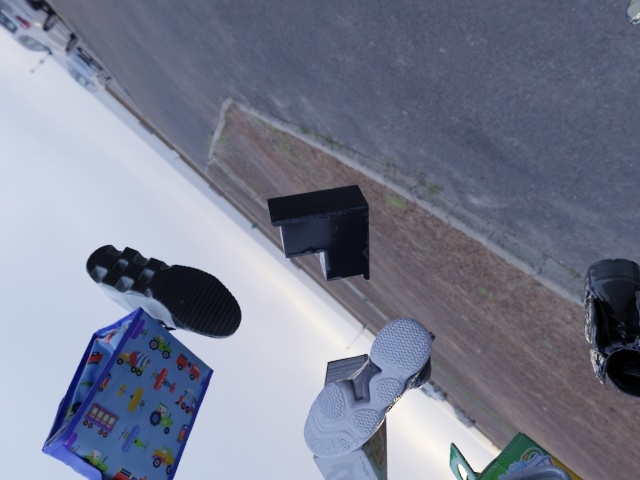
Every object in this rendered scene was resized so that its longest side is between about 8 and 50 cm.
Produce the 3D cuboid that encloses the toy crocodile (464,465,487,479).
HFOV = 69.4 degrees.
[{"bbox_3d":[0.320,0.579,0.926,0.105,0.115,0.340,14,-164,27],"label":"toy crocodile"}]

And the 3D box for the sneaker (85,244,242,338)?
[{"bbox_3d":[-0.313,0.124,0.964,0.330,0.122,0.146,24,143,8],"label":"sneaker"}]

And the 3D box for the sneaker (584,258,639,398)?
[{"bbox_3d":[0.224,0.079,0.343,0.051,0.089,0.170,-10,136,31],"label":"sneaker"}]

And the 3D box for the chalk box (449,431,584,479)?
[{"bbox_3d":[0.279,0.408,0.625,0.289,0.179,0.180,34,148,41],"label":"chalk box"}]

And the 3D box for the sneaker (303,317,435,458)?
[{"bbox_3d":[0.096,0.246,0.760,0.101,0.268,0.153,44,-173,30],"label":"sneaker"}]

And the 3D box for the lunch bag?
[{"bbox_3d":[-0.337,0.310,0.835,0.221,0.138,0.293,52,-160,-29],"label":"lunch bag"}]

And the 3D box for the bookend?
[{"bbox_3d":[0.000,0.000,0.786,0.072,0.156,0.157,-109,10,-53],"label":"bookend"}]

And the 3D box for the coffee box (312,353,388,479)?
[{"bbox_3d":[0.081,0.438,1.104,0.297,0.119,0.168,-75,-35,-62],"label":"coffee box"}]

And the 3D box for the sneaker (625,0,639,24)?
[{"bbox_3d":[0.604,-0.264,0.576,0.410,0.182,0.158,21,-166,40],"label":"sneaker"}]

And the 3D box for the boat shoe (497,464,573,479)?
[{"bbox_3d":[0.030,0.224,0.273,0.118,0.320,0.103,172,92,-74],"label":"boat shoe"}]
